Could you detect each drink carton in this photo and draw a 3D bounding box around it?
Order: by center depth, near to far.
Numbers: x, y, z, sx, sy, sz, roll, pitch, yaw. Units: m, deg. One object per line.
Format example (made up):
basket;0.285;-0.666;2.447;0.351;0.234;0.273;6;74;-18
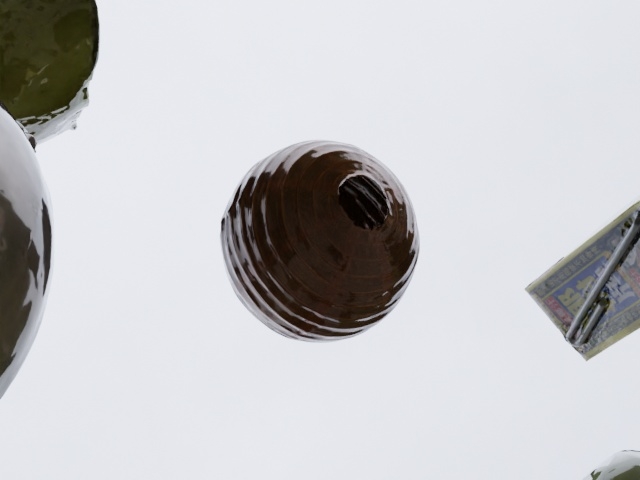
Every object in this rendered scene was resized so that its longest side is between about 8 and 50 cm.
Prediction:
drink carton;0.208;0.020;1.046;0.056;0.071;0.166;-35;-7;-31

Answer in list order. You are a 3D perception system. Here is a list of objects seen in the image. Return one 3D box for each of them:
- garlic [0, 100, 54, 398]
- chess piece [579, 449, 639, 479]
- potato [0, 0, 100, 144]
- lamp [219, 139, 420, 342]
garlic;-0.232;0.037;0.730;0.132;0.279;0.325;37;-121;-22
chess piece;0.215;0.205;0.264;0.442;0.234;0.234;24;-68;7
potato;-0.301;-0.185;1.098;0.212;0.280;0.330;-20;-38;-24
lamp;0.000;0.000;1.030;0.136;0.136;0.136;-10;-58;-16
